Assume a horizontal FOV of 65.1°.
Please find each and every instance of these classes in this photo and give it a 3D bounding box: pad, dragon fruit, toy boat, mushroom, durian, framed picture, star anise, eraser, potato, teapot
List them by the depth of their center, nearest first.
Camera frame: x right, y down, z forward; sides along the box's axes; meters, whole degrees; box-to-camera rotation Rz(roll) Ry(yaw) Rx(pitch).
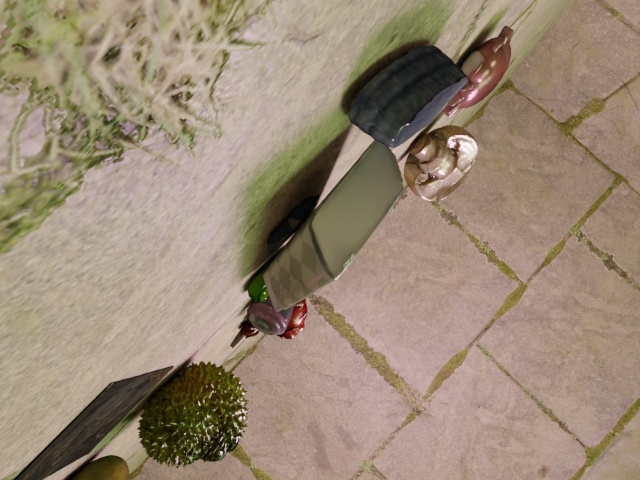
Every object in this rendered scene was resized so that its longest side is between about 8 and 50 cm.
[{"bbox_3d":[0.118,-0.193,0.677,0.127,0.078,0.283,-46,177,34],"label":"toy boat"},{"bbox_3d":[0.000,-0.001,0.854,0.213,0.082,0.397,-51,-177,-20],"label":"eraser"},{"bbox_3d":[-0.393,0.326,0.887,0.247,0.007,0.367,-45,175,-10],"label":"pad"},{"bbox_3d":[-0.529,0.596,1.097,0.176,0.141,0.298,-39,178,29],"label":"potato"},{"bbox_3d":[-0.305,0.420,1.228,0.291,0.225,0.291,-17,141,-15],"label":"durian"},{"bbox_3d":[-0.126,0.183,1.375,0.146,0.116,0.148,-58,178,-38],"label":"teapot"},{"bbox_3d":[-0.084,0.170,1.486,0.125,0.125,0.246,27,-86,62],"label":"dragon fruit"},{"bbox_3d":[-0.190,0.242,1.564,0.168,0.057,0.168,-46,170,-11],"label":"star anise"},{"bbox_3d":[0.363,-0.270,1.630,0.254,0.195,0.189,-54,-154,11],"label":"mushroom"},{"bbox_3d":[-0.215,0.274,1.821,0.260,0.023,0.189,-43,176,-38],"label":"framed picture"}]

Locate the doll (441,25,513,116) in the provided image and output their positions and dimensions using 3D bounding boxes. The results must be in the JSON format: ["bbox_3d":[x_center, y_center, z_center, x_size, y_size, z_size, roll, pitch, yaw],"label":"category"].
[{"bbox_3d":[0.353,-0.368,1.126,0.211,0.093,0.262,-49,175,-5],"label":"doll"}]

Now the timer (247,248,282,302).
[{"bbox_3d":[-0.104,0.079,1.094,0.128,0.047,0.140,-46,175,-16],"label":"timer"}]

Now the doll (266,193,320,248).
[{"bbox_3d":[-0.043,-0.033,0.844,0.125,0.027,0.037,-46,178,-6],"label":"doll"}]
